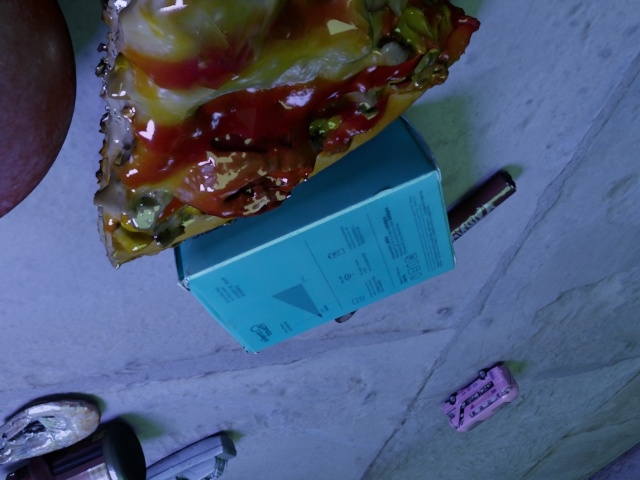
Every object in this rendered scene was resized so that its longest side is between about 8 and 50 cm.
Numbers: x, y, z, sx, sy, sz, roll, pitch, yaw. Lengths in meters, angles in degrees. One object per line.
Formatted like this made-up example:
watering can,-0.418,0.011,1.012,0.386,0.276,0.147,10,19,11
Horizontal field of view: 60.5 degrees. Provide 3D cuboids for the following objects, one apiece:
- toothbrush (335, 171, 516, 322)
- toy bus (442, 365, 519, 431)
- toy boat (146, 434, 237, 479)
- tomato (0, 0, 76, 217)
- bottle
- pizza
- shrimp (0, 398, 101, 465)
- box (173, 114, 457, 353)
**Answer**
toothbrush,0.149,0.025,0.849,0.041,0.040,0.364,23,125,-40
toy bus,0.387,0.385,1.330,0.063,0.090,0.203,12,132,-35
toy boat,-0.298,0.497,1.160,0.261,0.085,0.078,-29,141,10
tomato,-0.301,-0.107,0.350,0.271,0.227,0.270,-11,142,-9
bottle,-0.460,0.427,0.972,0.272,0.143,0.156,-22,-174,-3
pizza,-0.053,-0.107,0.422,0.440,0.130,0.406,-33,170,3
shrimp,-0.477,0.316,0.904,0.224,0.047,0.126,-22,136,-4
box,0.000,0.000,0.691,0.312,0.118,0.205,-24,139,3
